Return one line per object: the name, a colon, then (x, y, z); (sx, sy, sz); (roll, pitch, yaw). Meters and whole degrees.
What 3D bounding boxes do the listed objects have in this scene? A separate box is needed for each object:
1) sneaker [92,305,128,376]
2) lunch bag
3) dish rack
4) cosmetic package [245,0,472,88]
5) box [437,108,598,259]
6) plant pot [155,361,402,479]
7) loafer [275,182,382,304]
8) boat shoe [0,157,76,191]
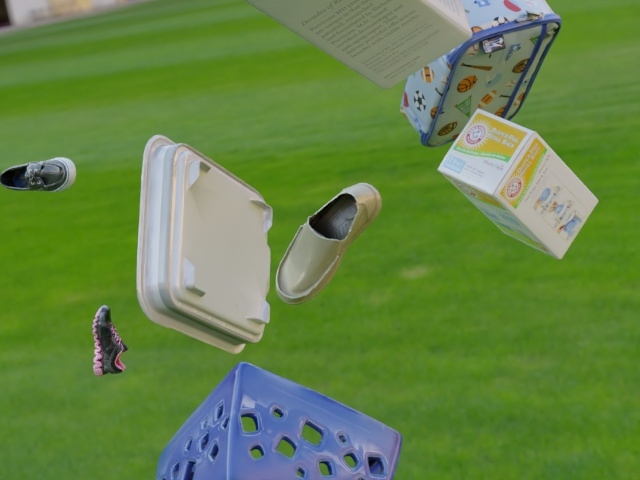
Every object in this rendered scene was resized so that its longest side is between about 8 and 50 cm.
sneaker: (-0.342, 0.165, 2.173); (0.057, 0.119, 0.047); (2, 11, 11)
lunch bag: (0.277, -0.299, 2.258); (0.243, 0.115, 0.303); (-16, -29, -26)
dish rack: (-0.160, 0.009, 2.023); (0.072, 0.286, 0.333); (-7, -19, 23)
cosmetic package: (-0.006, -0.399, 1.728); (0.161, 0.230, 0.453); (-29, -33, 27)
box: (0.272, -0.076, 1.815); (0.114, 0.103, 0.203); (30, -5, 44)
plant pot: (-0.061, 0.322, 1.578); (0.236, 0.236, 0.212); (26, 40, -16)
loafer: (0.000, 0.000, 2.417); (0.102, 0.268, 0.092); (40, 9, 24)
boat shoe: (-0.405, -0.090, 1.895); (0.142, 0.049, 0.040); (-5, 2, 42)
